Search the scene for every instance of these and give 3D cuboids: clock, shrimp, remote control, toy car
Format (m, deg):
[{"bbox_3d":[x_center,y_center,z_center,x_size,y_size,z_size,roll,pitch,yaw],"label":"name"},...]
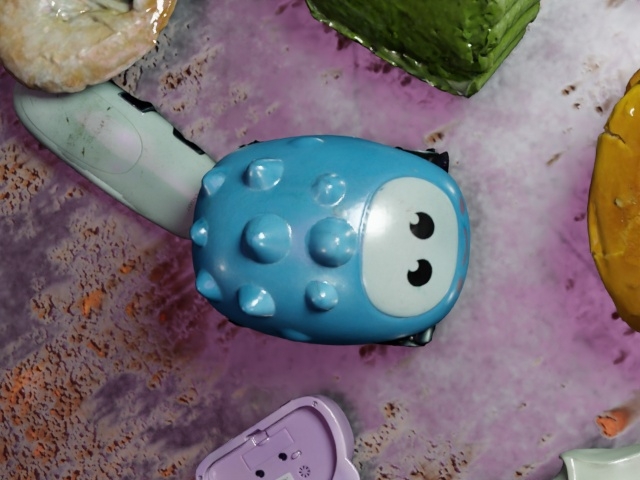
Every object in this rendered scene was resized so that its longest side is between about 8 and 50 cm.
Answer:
[{"bbox_3d":[-0.031,0.217,1.377,0.152,0.050,0.110,-34,83,15],"label":"clock"},{"bbox_3d":[-0.173,-0.243,1.379,0.317,0.077,0.168,-22,75,15],"label":"shrimp"},{"bbox_3d":[-0.194,-0.093,1.415,0.256,0.045,0.097,33,101,10],"label":"remote control"},{"bbox_3d":[0.000,0.000,1.289,0.255,0.190,0.188,6,93,14],"label":"toy car"}]

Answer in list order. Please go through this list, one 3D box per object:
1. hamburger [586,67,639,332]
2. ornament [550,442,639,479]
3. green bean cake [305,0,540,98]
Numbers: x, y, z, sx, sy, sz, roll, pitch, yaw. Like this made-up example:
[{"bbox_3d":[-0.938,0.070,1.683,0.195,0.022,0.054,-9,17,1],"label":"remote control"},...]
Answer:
[{"bbox_3d":[0.373,-0.032,1.189,0.314,0.170,0.290,6,104,15],"label":"hamburger"},{"bbox_3d":[0.199,0.251,1.276,0.285,0.120,0.130,-35,81,13],"label":"ornament"},{"bbox_3d":[0.085,-0.243,1.250,0.214,0.200,0.113,30,57,17],"label":"green bean cake"}]
